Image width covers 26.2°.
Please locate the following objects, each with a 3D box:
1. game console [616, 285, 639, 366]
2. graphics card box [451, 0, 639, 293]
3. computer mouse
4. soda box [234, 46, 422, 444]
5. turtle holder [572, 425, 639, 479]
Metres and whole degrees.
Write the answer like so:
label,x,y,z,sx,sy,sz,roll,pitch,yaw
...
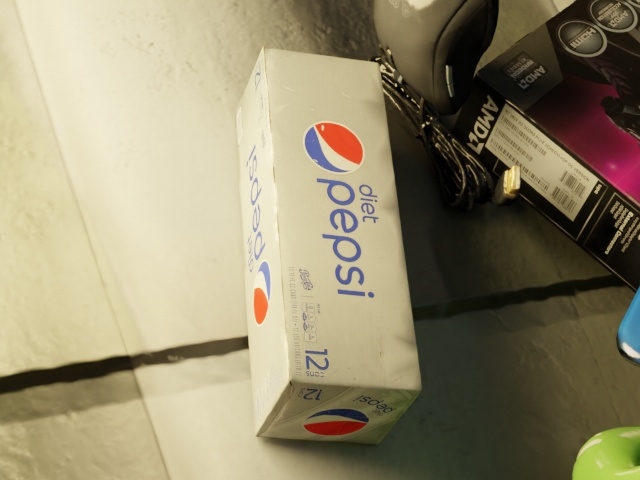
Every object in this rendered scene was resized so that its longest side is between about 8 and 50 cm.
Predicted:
label,x,y,z,sx,sy,sz,roll,pitch,yaw
game console,0.394,0.052,1.001,0.250,0.173,0.293,48,54,-19
graphics card box,0.319,-0.052,1.129,0.371,0.094,0.233,42,58,18
computer mouse,0.091,-0.111,1.024,0.060,0.262,0.184,-30,77,-15
soda box,0.000,0.000,0.997,0.098,0.091,0.286,5,56,-18
turtle holder,0.277,0.253,0.879,0.227,0.320,0.243,12,90,-31
